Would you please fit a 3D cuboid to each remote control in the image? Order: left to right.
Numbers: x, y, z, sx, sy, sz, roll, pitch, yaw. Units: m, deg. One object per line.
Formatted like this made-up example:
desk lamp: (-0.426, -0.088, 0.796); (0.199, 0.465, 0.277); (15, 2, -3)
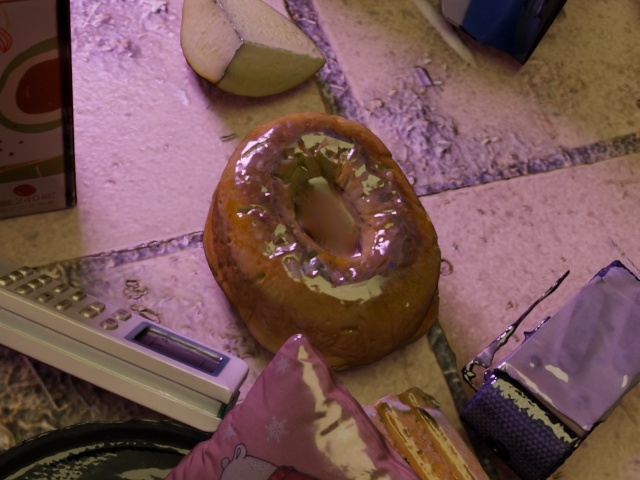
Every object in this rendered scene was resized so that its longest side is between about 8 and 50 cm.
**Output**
remote control: (-0.204, 0.089, 1.095); (0.277, 0.103, 0.055); (22, 99, 2)

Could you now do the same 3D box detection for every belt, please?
belt: (0.235, 0.116, 1.142); (0.230, 0.139, 0.126); (-39, 75, -24)

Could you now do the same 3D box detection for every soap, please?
soap: (0.102, 0.268, 1.032); (0.173, 0.089, 0.274); (-9, 58, -53)

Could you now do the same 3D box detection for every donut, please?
donut: (0.000, 0.000, 1.171); (0.208, 0.128, 0.261); (-26, 67, -21)

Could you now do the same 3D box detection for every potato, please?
potato: (-0.082, -0.218, 1.323); (0.120, 0.081, 0.149); (10, 37, -39)

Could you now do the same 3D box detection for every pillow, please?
pillow: (-0.020, 0.227, 0.939); (0.223, 0.084, 0.236); (46, 104, 13)

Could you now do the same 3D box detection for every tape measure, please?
tape measure: (0.247, -0.365, 1.338); (0.138, 0.259, 0.262); (32, 60, 8)

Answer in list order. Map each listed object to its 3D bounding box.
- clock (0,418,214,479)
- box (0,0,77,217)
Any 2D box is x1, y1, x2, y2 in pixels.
clock: (-0.162, 0.336, 0.987); (0.386, 0.076, 0.386); (5, 61, -8)
box: (-0.413, -0.129, 1.041); (0.385, 0.344, 0.122); (-10, 65, -15)
